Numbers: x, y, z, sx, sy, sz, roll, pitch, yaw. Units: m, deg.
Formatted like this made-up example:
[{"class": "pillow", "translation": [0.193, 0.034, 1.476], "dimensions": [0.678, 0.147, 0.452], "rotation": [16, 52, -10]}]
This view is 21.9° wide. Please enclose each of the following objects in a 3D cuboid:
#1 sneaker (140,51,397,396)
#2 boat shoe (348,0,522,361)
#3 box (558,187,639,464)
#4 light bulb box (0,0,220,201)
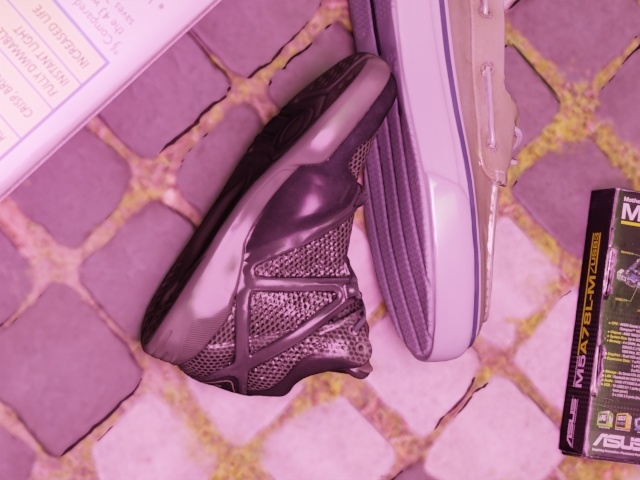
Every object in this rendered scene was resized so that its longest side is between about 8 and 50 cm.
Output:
[{"class": "sneaker", "translation": [0.000, 0.000, 1.022], "dimensions": [0.130, 0.087, 0.227], "rotation": [31, 92, -19]}, {"class": "boat shoe", "translation": [0.083, -0.076, 1.047], "dimensions": [0.094, 0.109, 0.302], "rotation": [-4, 87, -19]}, {"class": "box", "translation": [0.267, 0.068, 1.133], "dimensions": [0.191, 0.045, 0.184], "rotation": [8, 84, -16]}, {"class": "light bulb box", "translation": [-0.232, -0.211, 0.888], "dimensions": [0.361, 0.225, 0.358], "rotation": [-44, 101, -13]}]
